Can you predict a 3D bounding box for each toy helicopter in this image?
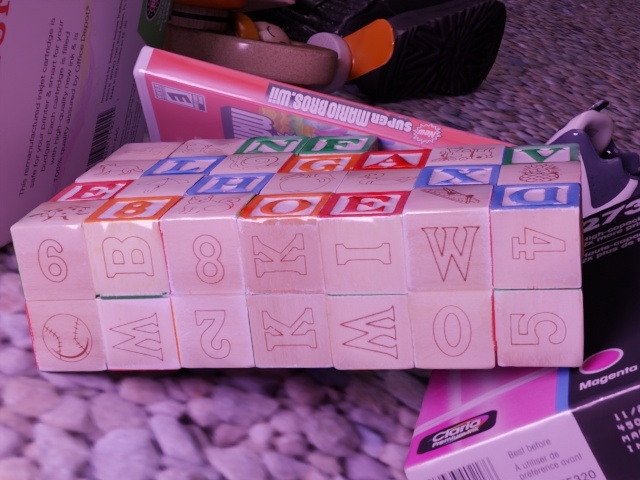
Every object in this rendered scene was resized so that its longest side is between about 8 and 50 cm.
[{"bbox_3d":[-0.072,-0.202,1.156,0.235,0.140,0.355,3,13,-16],"label":"toy helicopter"}]

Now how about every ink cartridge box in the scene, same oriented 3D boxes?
[{"bbox_3d":[-0.214,-0.117,0.747,0.117,0.201,0.278,21,23,10],"label":"ink cartridge box"},{"bbox_3d":[0.167,0.047,0.700,0.069,0.176,0.371,62,20,-9],"label":"ink cartridge box"}]

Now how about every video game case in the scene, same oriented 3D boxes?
[{"bbox_3d":[0.014,-0.048,0.806,0.285,0.025,0.204,15,-19,3],"label":"video game case"}]

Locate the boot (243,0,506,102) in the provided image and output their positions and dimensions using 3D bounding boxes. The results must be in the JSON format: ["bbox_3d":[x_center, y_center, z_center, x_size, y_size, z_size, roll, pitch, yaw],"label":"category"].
[{"bbox_3d":[0.069,-0.295,1.459,0.260,0.131,0.348,30,26,28],"label":"boot"}]

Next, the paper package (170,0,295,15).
[{"bbox_3d":[-0.224,-0.353,1.228,0.325,0.168,0.309,3,6,-31],"label":"paper package"}]

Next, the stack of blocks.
[{"bbox_3d":[0.000,0.000,0.645,0.297,0.087,0.171,-1,19,14],"label":"stack of blocks"}]

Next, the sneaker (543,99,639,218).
[{"bbox_3d":[0.192,-0.067,0.991,0.235,0.153,0.094,30,24,28],"label":"sneaker"}]
